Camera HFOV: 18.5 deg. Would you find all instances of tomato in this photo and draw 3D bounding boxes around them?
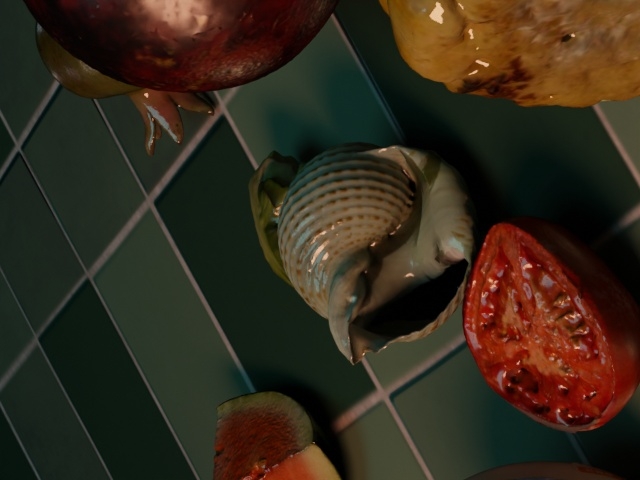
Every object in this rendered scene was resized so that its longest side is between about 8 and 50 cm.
[{"bbox_3d":[0.192,0.067,1.508,0.174,0.082,0.166,50,144,34],"label":"tomato"}]

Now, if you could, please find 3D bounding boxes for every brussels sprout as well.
[{"bbox_3d":[-0.003,0.001,1.774,0.181,0.100,0.139,39,162,13],"label":"brussels sprout"}]

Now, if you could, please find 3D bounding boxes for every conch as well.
[{"bbox_3d":[0.051,0.014,1.632,0.131,0.172,0.200,53,-147,-71],"label":"conch"}]

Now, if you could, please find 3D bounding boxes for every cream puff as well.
[{"bbox_3d":[0.163,-0.244,1.148,0.324,0.291,0.257,87,173,-67],"label":"cream puff"}]

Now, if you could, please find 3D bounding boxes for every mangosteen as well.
[{"bbox_3d":[-0.104,-0.265,1.556,0.311,0.311,0.311,38,141,40],"label":"mangosteen"}]

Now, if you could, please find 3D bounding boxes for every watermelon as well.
[{"bbox_3d":[-0.029,0.227,1.991,0.145,0.137,0.193,-35,79,25],"label":"watermelon"}]

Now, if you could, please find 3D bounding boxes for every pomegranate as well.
[{"bbox_3d":[-0.184,-0.183,1.911,0.191,0.131,0.152,50,150,-20],"label":"pomegranate"}]

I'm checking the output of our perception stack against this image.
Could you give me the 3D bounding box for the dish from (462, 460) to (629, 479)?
[{"bbox_3d":[0.200,0.278,1.602,0.273,0.134,0.273,7,117,14],"label":"dish"}]
